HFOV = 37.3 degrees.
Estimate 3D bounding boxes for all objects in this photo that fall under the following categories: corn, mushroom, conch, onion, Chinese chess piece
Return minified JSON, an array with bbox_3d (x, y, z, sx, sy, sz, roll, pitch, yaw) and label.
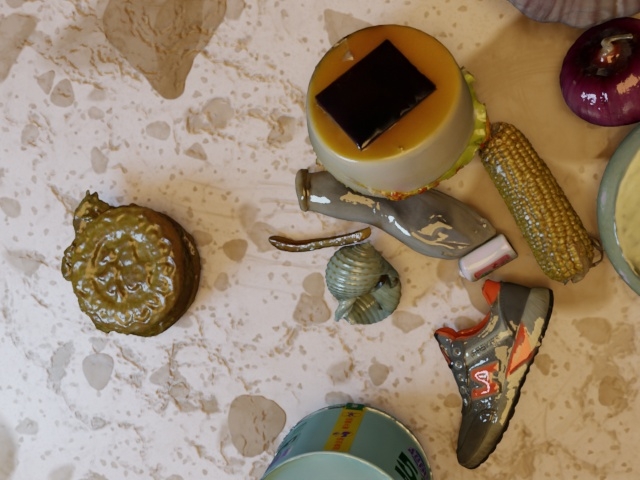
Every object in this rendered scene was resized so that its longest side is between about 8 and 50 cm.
[{"bbox_3d":[0.354,-0.064,1.552,0.106,0.106,0.293,-30,91,12],"label":"corn"},{"bbox_3d":[0.123,-0.052,1.601,0.351,0.097,0.109,20,89,11],"label":"mushroom"},{"bbox_3d":[0.074,0.067,1.617,0.135,0.102,0.153,13,142,2],"label":"conch"},{"bbox_3d":[0.459,-0.262,1.477,0.153,0.177,0.177,17,102,-28],"label":"onion"},{"bbox_3d":[0.612,-0.049,1.485,0.349,0.146,0.349,1,96,10],"label":"Chinese chess piece"}]

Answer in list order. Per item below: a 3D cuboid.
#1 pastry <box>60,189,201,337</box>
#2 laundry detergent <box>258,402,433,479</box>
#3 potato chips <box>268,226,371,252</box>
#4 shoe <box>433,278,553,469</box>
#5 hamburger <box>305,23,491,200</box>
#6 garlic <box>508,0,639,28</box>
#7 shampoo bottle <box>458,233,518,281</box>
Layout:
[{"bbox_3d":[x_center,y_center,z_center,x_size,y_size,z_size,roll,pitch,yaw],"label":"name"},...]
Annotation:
[{"bbox_3d":[-0.333,0.054,1.685,0.235,0.132,0.240,19,93,16],"label":"pastry"},{"bbox_3d":[0.039,0.432,1.565,0.287,0.305,0.287,1,98,10],"label":"laundry detergent"},{"bbox_3d":[0.000,0.000,1.627,0.204,0.026,0.037,-4,121,36],"label":"potato chips"},{"bbox_3d":[0.261,0.213,1.595,0.171,0.132,0.336,22,98,12],"label":"shoe"},{"bbox_3d":[0.113,-0.201,1.527,0.276,0.179,0.294,-42,69,-4],"label":"hamburger"},{"bbox_3d":[0.396,-0.467,1.415,0.317,0.259,0.317,2,97,14],"label":"garlic"},{"bbox_3d":[0.277,0.033,1.592,0.099,0.072,0.043,-32,67,13],"label":"shampoo bottle"}]
